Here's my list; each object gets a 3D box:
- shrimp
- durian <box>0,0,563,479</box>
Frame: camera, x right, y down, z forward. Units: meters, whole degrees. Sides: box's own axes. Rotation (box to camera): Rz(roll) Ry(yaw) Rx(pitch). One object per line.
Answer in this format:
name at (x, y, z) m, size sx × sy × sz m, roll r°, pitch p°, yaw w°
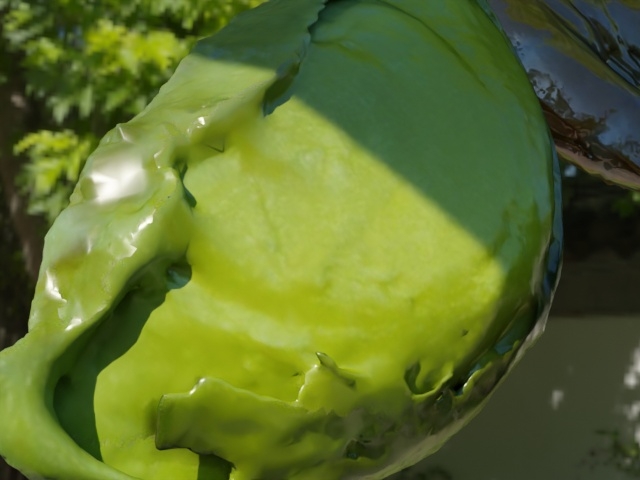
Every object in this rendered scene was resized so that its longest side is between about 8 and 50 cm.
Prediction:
shrimp at (0.176, -0.040, 0.583) m, size 0.287 × 0.063 × 0.152 m, roll 22°, pitch 28°, yaw -17°
durian at (0.000, 0.000, 0.427) m, size 0.139 × 0.250 × 0.101 m, roll 38°, pitch -39°, yaw -7°
